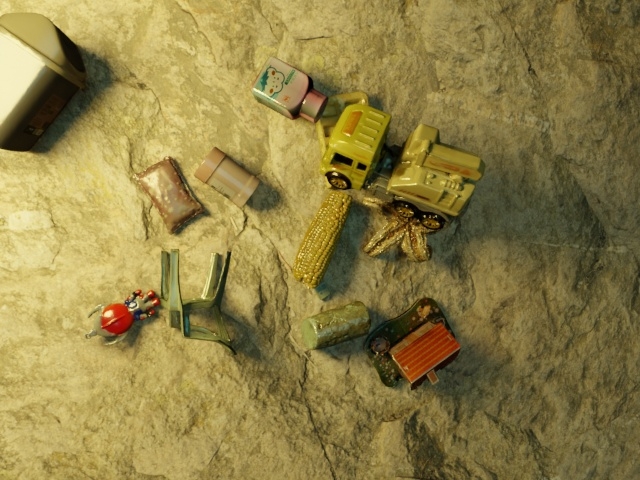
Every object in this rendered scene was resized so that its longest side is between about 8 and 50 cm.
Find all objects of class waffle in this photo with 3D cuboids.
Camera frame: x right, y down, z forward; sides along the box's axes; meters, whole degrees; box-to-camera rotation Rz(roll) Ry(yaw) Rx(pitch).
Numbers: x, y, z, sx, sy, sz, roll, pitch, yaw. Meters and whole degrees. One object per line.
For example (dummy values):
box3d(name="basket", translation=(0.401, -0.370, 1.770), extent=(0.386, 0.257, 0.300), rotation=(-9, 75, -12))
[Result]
box3d(name="waffle", translation=(0.077, -0.299, 1.256), extent=(0.168, 0.057, 0.273), rotation=(-12, 97, -16))

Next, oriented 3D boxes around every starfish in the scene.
box3d(name="starfish", translation=(0.258, -0.074, 1.275), extent=(0.312, 0.113, 0.303), rotation=(14, 99, -15))

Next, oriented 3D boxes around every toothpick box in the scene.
box3d(name="toothpick box", translation=(-0.249, -0.169, 1.144), extent=(0.149, 0.098, 0.098), rotation=(36, 83, -16))

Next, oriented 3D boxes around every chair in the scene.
box3d(name="chair", translation=(-0.309, 0.161, 1.100), extent=(0.191, 0.203, 0.274), rotation=(3, 88, -28))

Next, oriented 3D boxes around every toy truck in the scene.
box3d(name="toy truck", translation=(0.210, -0.197, 1.099), extent=(0.406, 0.254, 0.180), rotation=(24, 66, 4))

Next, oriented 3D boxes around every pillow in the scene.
box3d(name="pillow", translation=(-0.400, -0.121, 1.131), extent=(0.118, 0.043, 0.184), rotation=(-33, 102, -10))

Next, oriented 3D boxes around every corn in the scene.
box3d(name="corn", translation=(0.000, 0.000, 1.232), extent=(0.102, 0.101, 0.310), rotation=(22, 84, -17))

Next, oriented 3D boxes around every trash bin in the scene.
box3d(name="trash bin", translation=(-0.665, -0.353, 0.954), extent=(0.182, 0.209, 0.290), rotation=(35, 89, -17))

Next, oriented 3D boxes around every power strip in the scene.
box3d(name="power strip", translation=(-0.003, 0.136, 1.282), extent=(0.040, 0.016, 0.090), rotation=(-31, 101, -13))

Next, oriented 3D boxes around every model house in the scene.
box3d(name="model house", translation=(0.308, 0.331, 1.320), extent=(0.294, 0.154, 0.206), rotation=(-32, 103, -12))

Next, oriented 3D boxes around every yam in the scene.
box3d(name="yam", translation=(0.043, 0.254, 1.259), extent=(0.194, 0.107, 0.107), rotation=(-14, 98, -15))

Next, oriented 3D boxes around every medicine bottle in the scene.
box3d(name="medicine bottle", translation=(-0.078, -0.398, 1.156), extent=(0.188, 0.094, 0.119), rotation=(29, 90, 3))

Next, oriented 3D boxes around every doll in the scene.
box3d(name="doll", translation=(-0.519, 0.196, 1.110), extent=(0.195, 0.062, 0.104), rotation=(-32, 120, -20))
